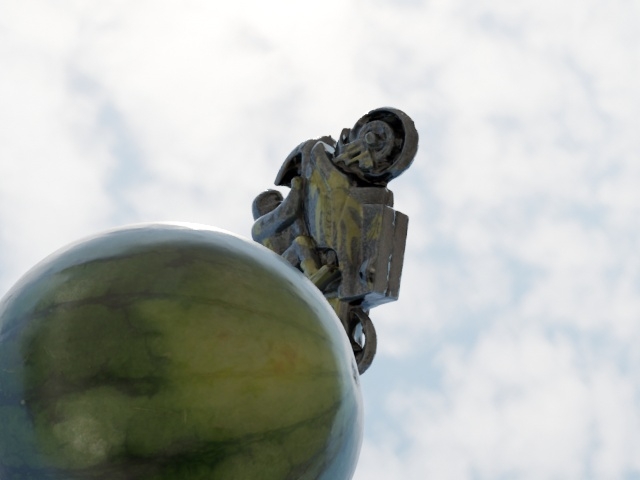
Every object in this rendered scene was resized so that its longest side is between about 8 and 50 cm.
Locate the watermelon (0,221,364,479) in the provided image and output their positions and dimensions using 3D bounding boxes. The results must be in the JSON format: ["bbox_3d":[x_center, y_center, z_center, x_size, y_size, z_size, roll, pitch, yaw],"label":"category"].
[{"bbox_3d":[-0.087,0.084,0.734,0.215,0.188,0.188,-9,-123,6],"label":"watermelon"}]

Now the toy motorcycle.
[{"bbox_3d":[0.000,0.000,1.023,0.061,0.124,0.193,21,-101,-54],"label":"toy motorcycle"}]
